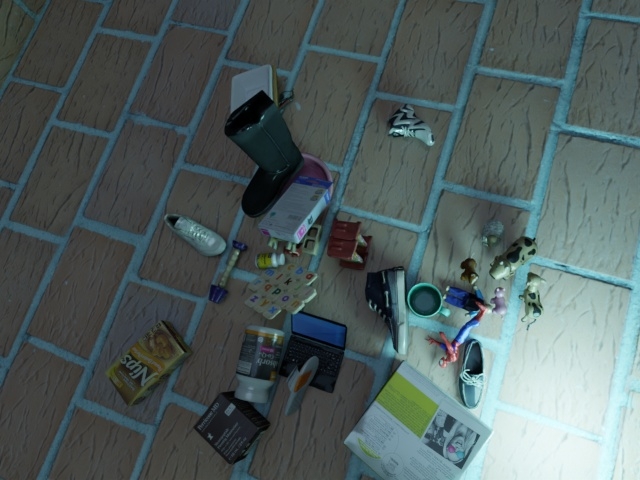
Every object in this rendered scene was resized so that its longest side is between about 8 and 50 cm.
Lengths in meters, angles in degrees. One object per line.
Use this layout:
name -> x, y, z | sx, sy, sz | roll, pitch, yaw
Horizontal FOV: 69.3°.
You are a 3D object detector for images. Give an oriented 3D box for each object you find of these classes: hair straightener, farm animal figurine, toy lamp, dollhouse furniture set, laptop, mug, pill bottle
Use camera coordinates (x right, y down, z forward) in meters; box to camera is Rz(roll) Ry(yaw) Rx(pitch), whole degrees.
hair straightener -> -0.216, -0.639, 2.171 | 0.230, 0.047, 0.089 | -43, 70, 3
farm animal figurine -> 0.705, 0.110, 1.708 | 0.330, 0.172, 0.327 | 32, 73, 13
toy lamp -> -0.401, 0.136, 1.981 | 0.080, 0.080, 0.275 | 18, 79, 15
dollhouse furniture set -> 0.000, 0.000, 1.886 | 0.373, 0.201, 0.152 | 9, 77, 20
laptop -> -0.033, 0.430, 1.799 | 0.234, 0.136, 0.265 | 15, 78, 15
mug -> 0.407, 0.246, 1.786 | 0.129, 0.097, 0.158 | -27, 72, 2
pill bottle -> -0.242, 0.480, 1.812 | 0.162, 0.162, 0.279 | 8, 77, 13
pill bottle -> -0.213, 0.084, 1.959 | 0.116, 0.065, 0.065 | -6, 74, 16

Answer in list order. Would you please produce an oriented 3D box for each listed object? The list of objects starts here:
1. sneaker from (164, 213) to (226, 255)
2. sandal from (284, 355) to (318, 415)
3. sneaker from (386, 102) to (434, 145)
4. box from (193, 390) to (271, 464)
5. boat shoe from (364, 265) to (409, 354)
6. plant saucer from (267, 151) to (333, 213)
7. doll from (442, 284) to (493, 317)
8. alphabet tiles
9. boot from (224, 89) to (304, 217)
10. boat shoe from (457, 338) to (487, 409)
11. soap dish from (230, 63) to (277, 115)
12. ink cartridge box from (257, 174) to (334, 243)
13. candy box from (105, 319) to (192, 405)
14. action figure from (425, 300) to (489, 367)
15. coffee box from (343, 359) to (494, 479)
sneaker -> -0.555, -0.026, 2.017 | 0.304, 0.152, 0.114 | 25, 79, 15
sandal -> -0.097, 0.549, 1.779 | 0.076, 0.102, 0.266 | 31, 103, 32
sneaker -> 0.371, -0.467, 1.990 | 0.153, 0.094, 0.235 | -33, 71, 2
box -> -0.332, 0.707, 1.764 | 0.203, 0.167, 0.169 | 36, 84, 18
boat shoe -> 0.257, 0.272, 1.806 | 0.158, 0.127, 0.341 | -5, 66, 16
plant saucer -> -0.105, -0.220, 2.019 | 0.331, 0.084, 0.333 | -3, 74, 10
doll -> 0.573, 0.231, 1.785 | 0.188, 0.046, 0.129 | 23, 80, 16
alphabet tiles -> -0.158, 0.199, 1.868 | 0.284, 0.021, 0.278 | 22, 52, 39
boot -> -0.247, -0.312, 1.792 | 0.146, 0.445, 0.367 | 33, 83, 17
boat shoe -> 0.561, 0.491, 1.699 | 0.095, 0.079, 0.255 | 9, 77, 12
soap dish -> -0.295, -0.648, 2.119 | 0.228, 0.118, 0.291 | -13, 61, 15
ink cartridge box -> -0.088, -0.132, 1.854 | 0.185, 0.065, 0.311 | 14, 56, 32
candy box -> -0.716, 0.510, 1.933 | 0.316, 0.087, 0.183 | -43, 72, -3
action figure -> 0.494, 0.339, 1.730 | 0.139, 0.091, 0.281 | 29, 96, 13
coffee box -> 0.319, 0.644, 1.567 | 0.338, 0.338, 0.334 | 36, 84, 17
